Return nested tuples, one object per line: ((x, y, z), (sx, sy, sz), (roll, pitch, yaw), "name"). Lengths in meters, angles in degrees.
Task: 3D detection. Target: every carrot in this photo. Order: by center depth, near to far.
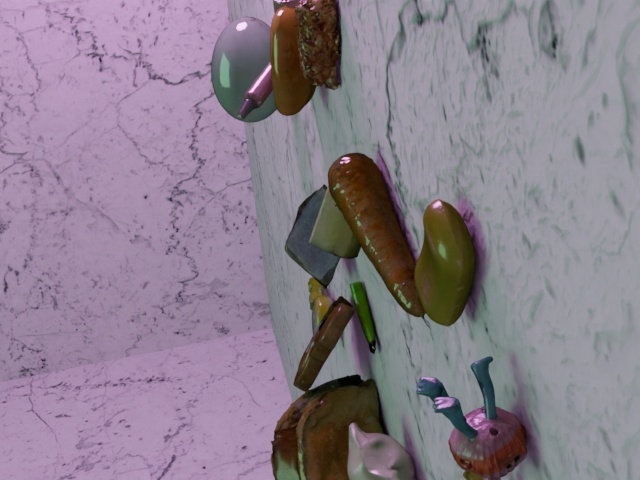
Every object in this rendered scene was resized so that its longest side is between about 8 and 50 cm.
((0.080, 0.003, 1.081), (0.078, 0.078, 0.298), (89, 164, -49), "carrot")

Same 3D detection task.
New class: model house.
((0.003, -0.007, 1.552), (0.152, 0.106, 0.165), (49, -115, -83), "model house")

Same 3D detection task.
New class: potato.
((0.043, -0.044, 1.343), (0.149, 0.081, 0.120), (-49, -20, -80), "potato")

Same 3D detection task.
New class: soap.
((0.124, 0.024, 0.853), (0.140, 0.045, 0.089), (91, 163, -50), "soap")

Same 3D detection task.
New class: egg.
((-0.154, -0.370, 1.852), (0.168, 0.167, 0.231), (-115, 21, -60), "egg")

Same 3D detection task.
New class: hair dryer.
((-0.094, -0.309, 1.501), (0.220, 0.053, 0.195), (-47, -37, -42), "hair dryer")

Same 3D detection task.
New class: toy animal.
((0.148, 0.204, 0.805), (0.103, 0.100, 0.208), (-72, -30, -57), "toy animal")

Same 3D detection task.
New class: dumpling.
((0.098, 0.360, 1.286), (0.134, 0.099, 0.169), (-143, 42, -73), "dumpling")

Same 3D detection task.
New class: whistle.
((0.006, 0.145, 1.852), (0.198, 0.057, 0.104), (-100, 12, -58), "whistle")

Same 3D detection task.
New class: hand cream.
((0.074, 0.128, 1.421), (0.036, 0.023, 0.122), (95, 162, -69), "hand cream")

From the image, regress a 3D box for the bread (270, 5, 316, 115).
((-0.042, -0.302, 1.448), (0.114, 0.077, 0.189), (-69, -23, -62), "bread")

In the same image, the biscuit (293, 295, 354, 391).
((0.007, 0.179, 1.536), (0.183, 0.047, 0.320), (-64, -1, -15), "biscuit")

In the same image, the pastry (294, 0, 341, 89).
((-0.008, -0.302, 1.291), (0.169, 0.063, 0.087), (89, 165, -45), "pastry")

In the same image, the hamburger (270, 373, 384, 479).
((0.023, 0.396, 1.484), (0.132, 0.211, 0.309), (112, 148, -67), "hamburger")
